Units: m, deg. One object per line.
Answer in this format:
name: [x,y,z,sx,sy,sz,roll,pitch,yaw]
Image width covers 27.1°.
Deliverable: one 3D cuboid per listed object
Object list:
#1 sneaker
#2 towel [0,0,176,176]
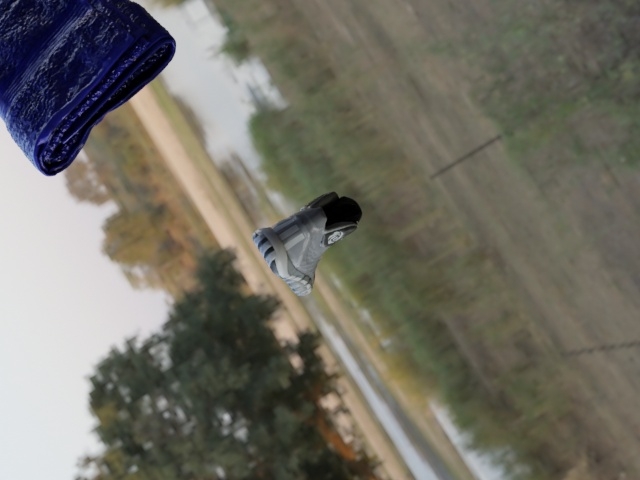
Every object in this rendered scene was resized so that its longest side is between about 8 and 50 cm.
sneaker: [0.000,0.000,1.697,0.086,0.132,0.229,57,-177,9]
towel: [-0.333,-0.240,1.650,0.308,0.227,0.076,45,180,43]
